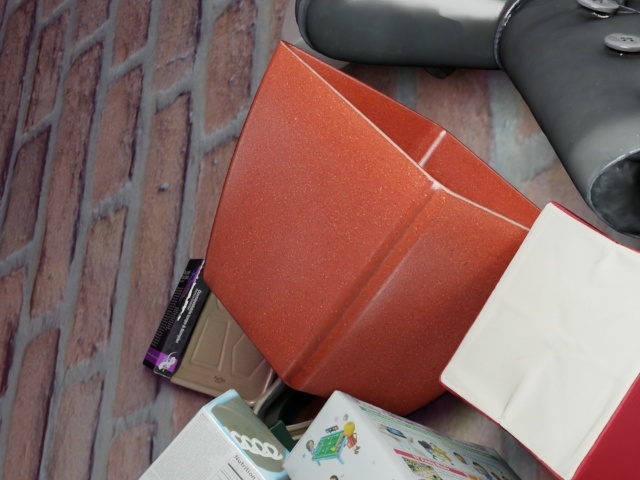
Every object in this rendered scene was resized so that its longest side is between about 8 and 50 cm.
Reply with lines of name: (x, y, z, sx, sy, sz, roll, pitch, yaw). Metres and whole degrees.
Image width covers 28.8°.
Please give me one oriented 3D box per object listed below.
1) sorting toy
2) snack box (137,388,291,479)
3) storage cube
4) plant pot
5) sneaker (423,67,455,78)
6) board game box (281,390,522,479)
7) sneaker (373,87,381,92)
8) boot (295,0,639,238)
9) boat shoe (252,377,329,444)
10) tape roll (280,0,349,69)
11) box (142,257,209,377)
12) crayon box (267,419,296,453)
sorting toy: (-0.092, 0.105, 1.590, 0.193, 0.038, 0.208, 8, 69, 51)
snack box: (-0.043, 0.323, 1.198, 0.322, 0.060, 0.187, 48, 120, 11)
storage cube: (0.253, 0.112, 1.043, 0.215, 0.193, 0.183, -58, 37, 4)
plant pot: (0.047, 0.010, 1.176, 0.236, 0.267, 0.267, -54, 47, 13)
sneaker: (0.175, -0.322, 1.490, 0.108, 0.100, 0.272, 4, 71, 45)
board game box: (0.131, 0.274, 1.061, 0.097, 0.224, 0.303, -56, 37, 12)
sneaker: (0.089, -0.071, 1.424, 0.111, 0.121, 0.300, -45, 58, 39)
boot: (0.193, -0.145, 1.149, 0.367, 0.146, 0.445, -10, 40, -7)
boat shoe: (0.047, 0.138, 1.329, 0.302, 0.103, 0.113, -46, 50, 24)
tape roll: (0.077, -0.393, 1.561, 0.392, 0.072, 0.392, -53, 17, 25)
box: (-0.187, 0.101, 1.670, 0.162, 0.029, 0.116, -67, 14, -6)
crayon box: (-0.117, 0.353, 1.331, 0.323, 0.083, 0.203, -34, 85, 31)
